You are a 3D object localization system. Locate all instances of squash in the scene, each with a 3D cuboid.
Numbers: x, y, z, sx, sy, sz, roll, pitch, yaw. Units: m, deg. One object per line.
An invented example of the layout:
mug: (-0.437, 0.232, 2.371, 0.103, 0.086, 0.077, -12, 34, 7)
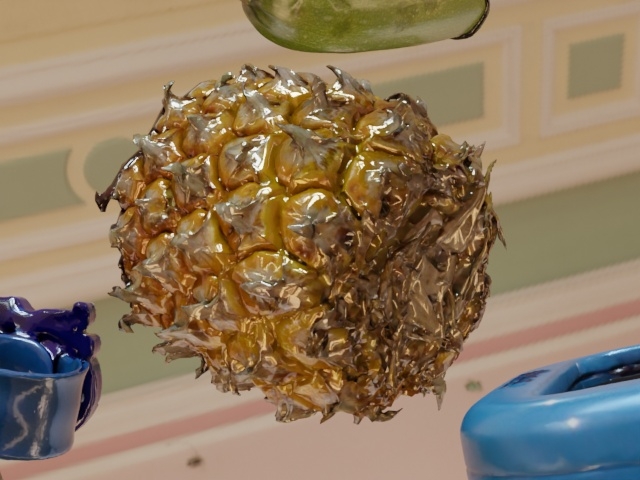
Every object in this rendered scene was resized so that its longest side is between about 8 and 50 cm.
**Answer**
squash: (0.025, -0.175, 0.790, 0.188, 0.095, 0.095, -17, -54, -31)

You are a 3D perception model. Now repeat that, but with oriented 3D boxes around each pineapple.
pineapple: (-0.001, 0.003, 1.034, 0.352, 0.300, 0.352, -23, -58, -43)

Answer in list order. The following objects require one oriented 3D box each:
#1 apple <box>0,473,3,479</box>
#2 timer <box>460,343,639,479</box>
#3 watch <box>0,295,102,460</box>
apple: (-0.398, 0.237, 0.903, 0.288, 0.288, 0.317, -9, -89, -15)
timer: (0.260, 0.114, 0.702, 0.309, 0.340, 0.115, -12, -94, 19)
watch: (-0.346, 0.154, 1.213, 0.196, 0.200, 0.171, 4, -84, 13)
